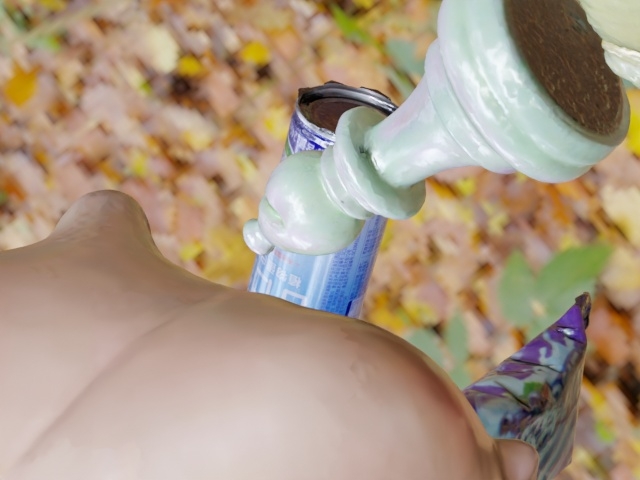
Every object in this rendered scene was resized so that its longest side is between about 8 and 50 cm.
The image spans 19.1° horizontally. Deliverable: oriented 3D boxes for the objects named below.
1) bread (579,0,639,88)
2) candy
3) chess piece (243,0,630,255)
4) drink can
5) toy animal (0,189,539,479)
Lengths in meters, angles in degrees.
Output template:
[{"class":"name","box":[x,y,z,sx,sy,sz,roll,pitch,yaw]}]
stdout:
[{"class":"bread","box":[0.281,-0.128,0.874,0.338,0.155,0.187,19,161,33]},{"class":"candy","box":[0.150,0.147,1.493,0.070,0.275,0.145,12,114,30]},{"class":"chess piece","box":[0.050,-0.057,1.202,0.139,0.271,0.139,34,-139,-35]},{"class":"drink can","box":[0.000,0.000,1.480,0.097,0.097,0.235,44,132,40]},{"class":"toy animal","box":[-0.087,0.103,0.619,0.237,0.326,0.269,75,-170,-55]}]
